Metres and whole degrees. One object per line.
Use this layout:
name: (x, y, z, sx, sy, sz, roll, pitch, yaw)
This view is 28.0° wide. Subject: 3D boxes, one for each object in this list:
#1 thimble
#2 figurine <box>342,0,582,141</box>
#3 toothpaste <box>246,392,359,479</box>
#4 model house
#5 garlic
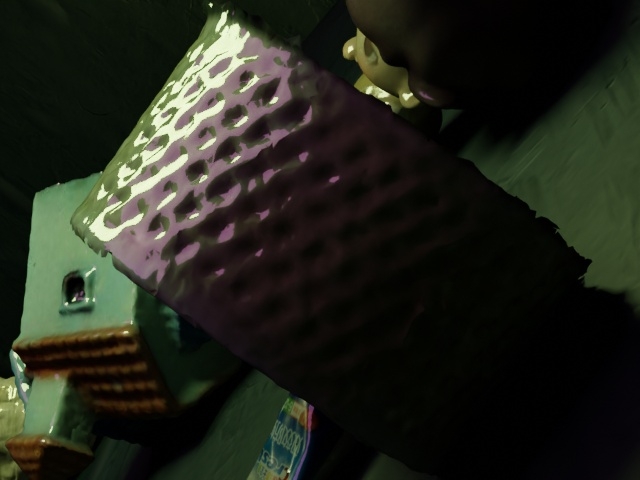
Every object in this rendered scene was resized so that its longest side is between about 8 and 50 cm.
thimble: (0.000, 0.000, 0.738, 0.150, 0.271, 0.271, -55, 11, -2)
figurine: (0.078, -0.183, 1.158, 0.218, 0.206, 0.365, -42, 1, -37)
toothpaste: (-0.033, 0.180, 0.869, 0.266, 0.061, 0.096, -57, 23, -4)
model house: (-0.188, 0.115, 1.377, 0.295, 0.251, 0.329, -10, 62, 40)
garlic: (-0.419, 0.302, 1.764, 0.218, 0.218, 0.212, -38, 47, 52)
